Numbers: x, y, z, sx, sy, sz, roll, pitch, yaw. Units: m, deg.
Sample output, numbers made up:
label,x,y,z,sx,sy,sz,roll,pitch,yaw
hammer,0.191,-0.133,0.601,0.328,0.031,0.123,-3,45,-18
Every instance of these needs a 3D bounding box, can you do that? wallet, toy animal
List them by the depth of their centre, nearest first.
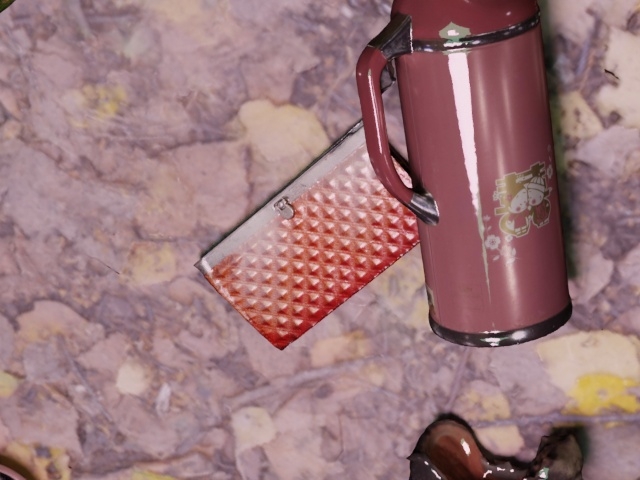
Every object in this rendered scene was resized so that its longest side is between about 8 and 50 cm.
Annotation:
label,x,y,z,sx,sy,sz,roll,pitch,yaw
wallet,0.000,0.000,1.569,0.196,0.020,0.103,-39,99,27
toy animal,0.211,0.279,1.587,0.168,0.106,0.343,-23,99,32

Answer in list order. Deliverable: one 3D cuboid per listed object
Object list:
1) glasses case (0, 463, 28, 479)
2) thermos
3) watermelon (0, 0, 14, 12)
label,x,y,z,sx,sy,sz,roll,pitch,yaw
glasses case,-0.309,0.333,1.782,0.122,0.075,0.314,12,116,13
thermos,0.099,-0.092,1.442,0.136,0.109,0.330,-8,112,3
watermelon,-0.297,-0.244,1.484,0.187,0.141,0.141,41,118,1
